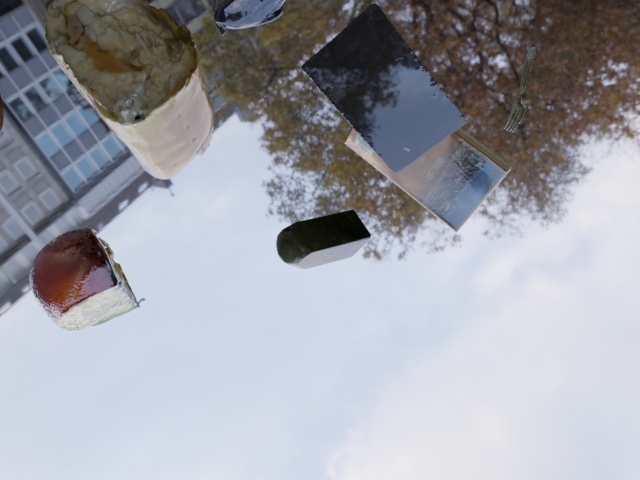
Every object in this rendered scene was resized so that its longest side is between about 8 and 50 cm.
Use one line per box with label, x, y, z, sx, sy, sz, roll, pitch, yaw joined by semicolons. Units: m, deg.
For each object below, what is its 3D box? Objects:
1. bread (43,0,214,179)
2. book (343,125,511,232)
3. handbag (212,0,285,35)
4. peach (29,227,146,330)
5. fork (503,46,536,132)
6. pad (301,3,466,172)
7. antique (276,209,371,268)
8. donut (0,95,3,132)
bread;-0.389;-0.348;1.365;0.250;0.394;0.361;-39;-106;-9
book;0.237;-0.205;1.455;0.374;0.262;0.028;40;-124;8
handbag;-0.182;-0.726;1.745;0.275;0.177;0.302;-49;-146;26
peach;-0.437;0.068;1.090;0.154;0.159;0.267;-32;172;-12
fork;0.472;-0.355;1.419;0.034;0.028;0.220;20;-102;0
pad;0.110;-0.246;1.032;0.159;0.265;0.009;-35;-153;21
antique;0.000;0.000;1.290;0.220;0.081;0.080;-13;153;-46
donut;-0.634;-0.229;1.052;0.166;0.073;0.184;-13;-107;14
